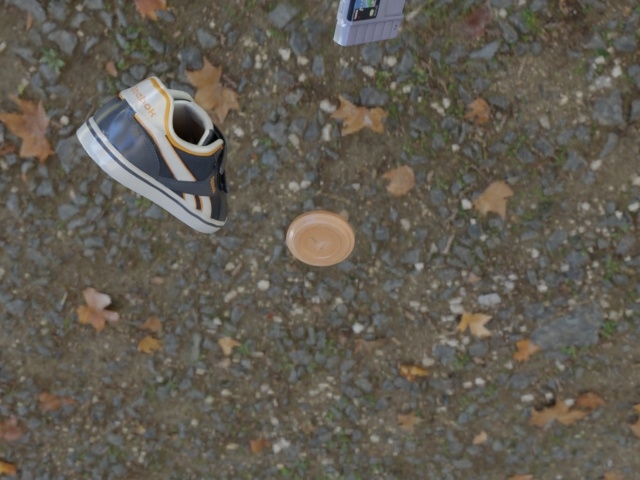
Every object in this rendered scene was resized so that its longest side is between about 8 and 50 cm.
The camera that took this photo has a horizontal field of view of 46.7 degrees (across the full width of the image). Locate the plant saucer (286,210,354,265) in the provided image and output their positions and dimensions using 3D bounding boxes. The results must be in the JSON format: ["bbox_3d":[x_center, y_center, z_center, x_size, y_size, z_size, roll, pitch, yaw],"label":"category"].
[{"bbox_3d":[0.000,0.000,0.900,0.083,0.013,0.083,1,129,2],"label":"plant saucer"}]

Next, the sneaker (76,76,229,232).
[{"bbox_3d":[-0.175,-0.105,0.980,0.127,0.126,0.321,-42,161,3],"label":"sneaker"}]

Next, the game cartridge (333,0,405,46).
[{"bbox_3d":[0.153,-0.669,1.848,0.068,0.230,0.355,31,127,26],"label":"game cartridge"}]
